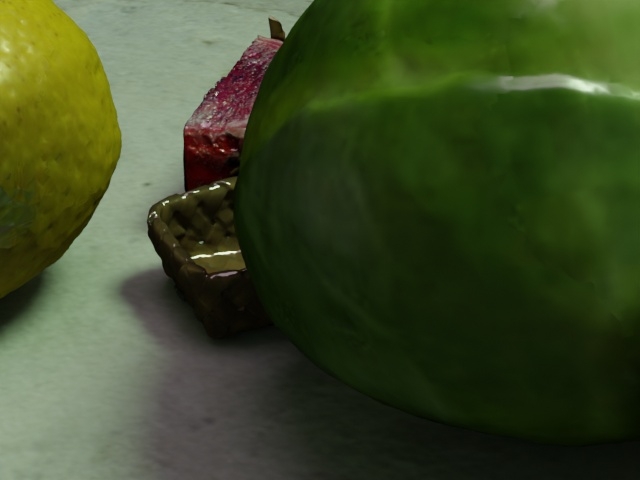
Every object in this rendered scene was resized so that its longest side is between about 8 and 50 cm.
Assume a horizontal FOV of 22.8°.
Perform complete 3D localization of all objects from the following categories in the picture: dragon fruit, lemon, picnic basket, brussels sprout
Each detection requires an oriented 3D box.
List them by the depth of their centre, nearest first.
[{"bbox_3d":[0.149,-0.041,0.754,0.371,0.276,0.315,-8,-11,-24],"label":"brussels sprout"},{"bbox_3d":[-0.224,-0.054,0.867,0.204,0.204,0.260,24,38,39],"label":"lemon"},{"bbox_3d":[0.000,0.000,0.916,0.193,0.055,0.110,-12,32,-22],"label":"picnic basket"},{"bbox_3d":[-0.016,-0.067,0.997,0.096,0.102,0.147,0,34,27],"label":"dragon fruit"}]

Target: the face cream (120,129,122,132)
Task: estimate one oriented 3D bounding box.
[{"bbox_3d":[-0.314,-0.073,1.047,0.341,0.084,0.137,-6,18,-27],"label":"face cream"}]
